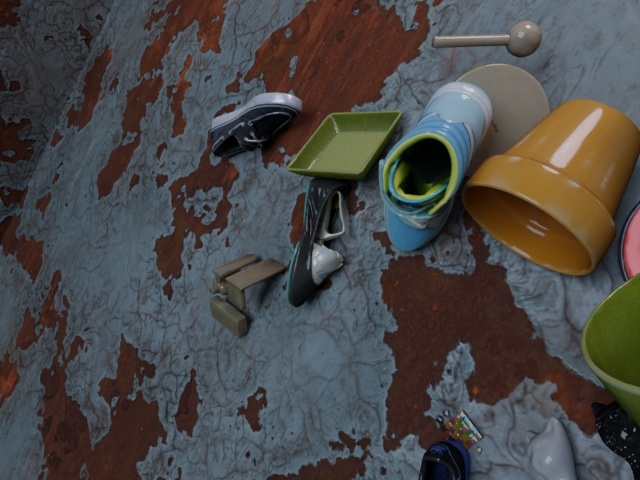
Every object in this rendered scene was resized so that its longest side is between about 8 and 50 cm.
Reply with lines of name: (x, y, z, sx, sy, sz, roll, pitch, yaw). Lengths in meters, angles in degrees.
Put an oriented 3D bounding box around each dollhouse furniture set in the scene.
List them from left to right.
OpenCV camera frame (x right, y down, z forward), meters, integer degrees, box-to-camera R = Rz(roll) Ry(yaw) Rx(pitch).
dollhouse furniture set: (-0.170, 0.119, 1.110, 0.144, 0.123, 0.151, 27, 130, 39)

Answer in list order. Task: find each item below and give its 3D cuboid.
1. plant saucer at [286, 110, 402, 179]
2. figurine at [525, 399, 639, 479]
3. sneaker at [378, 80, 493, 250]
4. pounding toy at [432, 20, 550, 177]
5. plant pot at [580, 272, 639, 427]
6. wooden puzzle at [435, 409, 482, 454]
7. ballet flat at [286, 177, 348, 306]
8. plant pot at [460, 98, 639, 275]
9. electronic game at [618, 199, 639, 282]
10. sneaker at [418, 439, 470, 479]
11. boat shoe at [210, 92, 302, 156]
plant saucer: (0.054, -0.186, 0.973, 0.188, 0.045, 0.188, 10, 54, 38)
figurine: (0.354, 0.309, 0.588, 0.215, 0.092, 0.210, 121, 142, -49)
sneaker: (0.140, -0.066, 0.738, 0.127, 0.208, 0.319, 26, 135, 15)
pounding toy: (0.272, -0.230, 0.807, 0.182, 0.110, 0.237, -6, 111, 7)
plant pot: (0.456, 0.177, 0.453, 0.274, 0.275, 0.294, -31, 95, 27)
wooden puzzle: (0.225, 0.306, 0.770, 0.049, 0.006, 0.083, -47, 55, 18)
ballet flat: (0.000, 0.000, 0.975, 0.096, 0.095, 0.281, 6, 81, 26)
plant pot: (0.340, -0.086, 0.683, 0.205, 0.205, 0.188, 34, 83, 38)
electronic game: (0.508, 0.015, 0.606, 0.229, 0.048, 0.230, -10, 72, 35)
sneaker: (0.182, 0.423, 0.713, 0.081, 0.090, 0.233, -12, 73, 36)
boat shoe: (-0.164, -0.267, 1.161, 0.301, 0.108, 0.102, -7, 74, 39)
